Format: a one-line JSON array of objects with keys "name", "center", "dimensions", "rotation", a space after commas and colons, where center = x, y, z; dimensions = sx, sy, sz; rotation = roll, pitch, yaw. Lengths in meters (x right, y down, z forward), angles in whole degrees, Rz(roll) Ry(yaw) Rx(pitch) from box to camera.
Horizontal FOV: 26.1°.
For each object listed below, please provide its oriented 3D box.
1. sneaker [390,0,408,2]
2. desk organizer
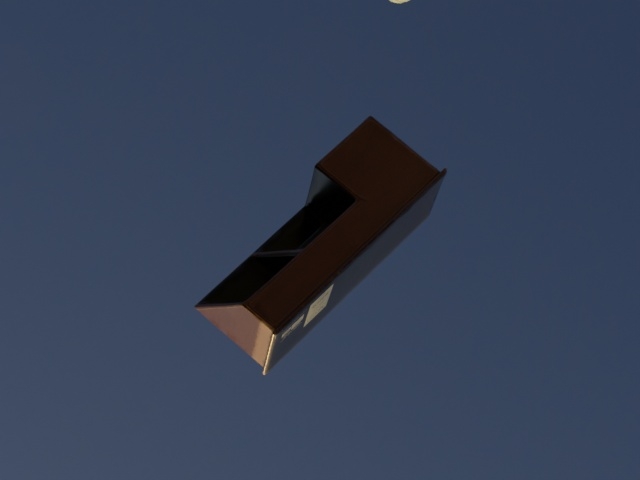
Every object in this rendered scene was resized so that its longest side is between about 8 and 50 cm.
[{"name": "sneaker", "center": [0.055, -0.227, 0.747], "dimensions": [0.105, 0.095, 0.236], "rotation": [30, -28, 4]}, {"name": "desk organizer", "center": [0.000, 0.000, 0.686], "dimensions": [0.050, 0.130, 0.047], "rotation": [40, -28, 14]}]
